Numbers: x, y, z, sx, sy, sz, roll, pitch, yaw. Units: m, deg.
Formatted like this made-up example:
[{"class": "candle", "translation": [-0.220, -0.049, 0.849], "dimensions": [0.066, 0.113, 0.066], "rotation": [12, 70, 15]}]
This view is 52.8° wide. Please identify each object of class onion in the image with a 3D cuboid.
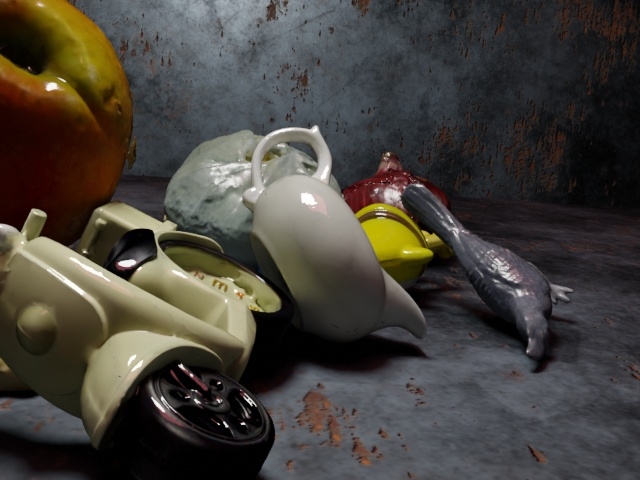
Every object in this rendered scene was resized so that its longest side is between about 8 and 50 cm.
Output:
[{"class": "onion", "translation": [0.150, -0.072, 1.326], "dimensions": [0.252, 0.219, 0.252], "rotation": [2, 1, 0]}]

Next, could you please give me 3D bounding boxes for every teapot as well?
[{"class": "teapot", "translation": [0.000, 0.000, 0.770], "dimensions": [0.166, 0.299, 0.208], "rotation": [-19, -9, -2]}]

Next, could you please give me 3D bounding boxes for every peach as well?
[{"class": "peach", "translation": [-0.396, -0.135, 0.745], "dimensions": [0.373, 0.372, 0.289], "rotation": [6, 54, 6]}]

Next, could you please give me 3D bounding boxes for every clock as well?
[{"class": "clock", "translation": [-0.156, 0.067, 0.576], "dimensions": [0.277, 0.120, 0.379], "rotation": [28, 8, -3]}]

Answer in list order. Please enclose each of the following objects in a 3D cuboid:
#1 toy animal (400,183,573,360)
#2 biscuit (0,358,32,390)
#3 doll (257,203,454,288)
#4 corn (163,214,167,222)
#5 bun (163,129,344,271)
[{"class": "toy animal", "translation": [0.263, 0.052, 0.914], "dimensions": [0.206, 0.081, 0.367], "rotation": [21, 25, -33]}, {"class": "biscuit", "translation": [-0.264, 0.097, 0.632], "dimensions": [0.118, 0.061, 0.183], "rotation": [11, 11, 28]}, {"class": "doll", "translation": [0.065, 0.020, 0.985], "dimensions": [0.363, 0.145, 0.199], "rotation": [-10, 5, -41]}, {"class": "corn", "translation": [-0.185, -0.033, 1.348], "dimensions": [0.288, 0.086, 0.086], "rotation": [8, 10, 7]}, {"class": "bun", "translation": [-0.122, -0.094, 1.194], "dimensions": [0.355, 0.194, 0.354], "rotation": [7, 29, -4]}]
